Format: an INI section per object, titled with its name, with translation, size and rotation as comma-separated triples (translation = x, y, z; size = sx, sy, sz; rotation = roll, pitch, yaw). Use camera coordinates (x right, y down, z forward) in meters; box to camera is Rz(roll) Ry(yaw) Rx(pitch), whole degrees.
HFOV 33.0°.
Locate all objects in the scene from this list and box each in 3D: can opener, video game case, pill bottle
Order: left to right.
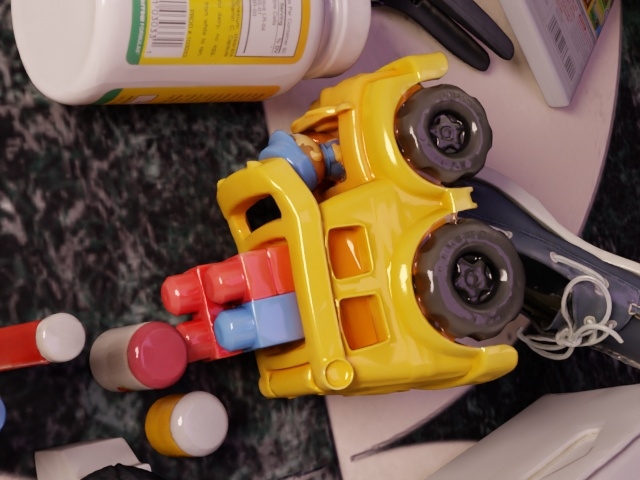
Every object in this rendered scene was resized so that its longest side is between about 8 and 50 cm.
[pill bottle]
translation = -0.072, -0.144, 0.672
size = 0.208, 0.118, 0.117
rotation = -8, 86, -40
[can opener]
translation = 0.089, -0.191, 0.853
size = 0.186, 0.059, 0.073
rotation = 30, 62, -31
[video game case]
translation = 0.204, -0.266, 0.932
size = 0.227, 0.026, 0.206
rotation = 52, 56, -42

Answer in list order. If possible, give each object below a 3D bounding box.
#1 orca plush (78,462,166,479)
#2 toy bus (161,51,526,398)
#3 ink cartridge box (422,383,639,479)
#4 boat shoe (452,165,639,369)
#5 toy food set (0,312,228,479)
[orca plush]
translation = -0.100, 0.229, 0.585
size = 0.151, 0.102, 0.287
rotation = -16, 116, -5
[toy bus]
translation = 0.000, 0.000, 0.702
size = 0.212, 0.149, 0.220
rotation = -7, 83, -24
[ink cartridge box]
translation = 0.205, 0.327, 0.771
size = 0.279, 0.160, 0.384
rotation = -24, 96, -41
[boat shoe]
translation = 0.184, 0.039, 0.815
size = 0.255, 0.095, 0.079
rotation = 37, 54, 0
[toy food set]
translation = -0.137, 0.096, 0.576
size = 0.232, 0.105, 0.111
rotation = -5, 84, -40
